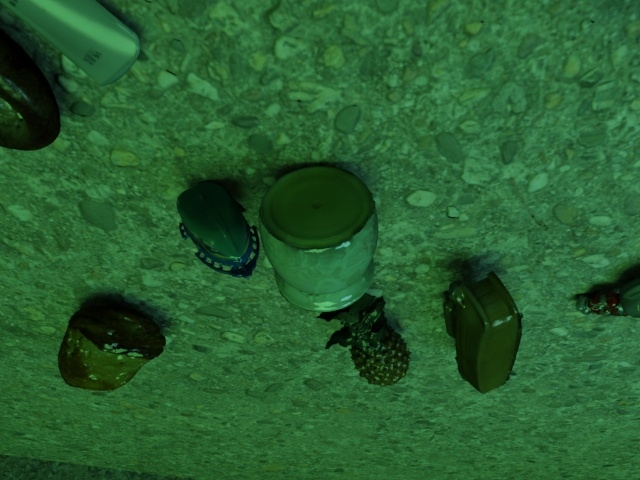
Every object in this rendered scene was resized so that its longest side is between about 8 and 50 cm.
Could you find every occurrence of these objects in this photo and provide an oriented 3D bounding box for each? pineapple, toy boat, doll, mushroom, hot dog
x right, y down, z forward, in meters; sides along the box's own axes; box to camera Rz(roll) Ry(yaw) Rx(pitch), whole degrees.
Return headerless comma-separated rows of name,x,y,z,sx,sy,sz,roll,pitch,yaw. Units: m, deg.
pineapple,0.080,0.155,0.753,0.130,0.119,0.277,-1,140,34
toy boat,0.268,0.163,0.742,0.089,0.121,0.321,-26,137,-4
doll,0.510,0.092,0.688,0.094,0.079,0.180,30,144,-27
toy boat,-0.119,0.005,0.549,0.091,0.175,0.110,-27,131,-16
mushroom,-0.373,-0.128,0.375,0.148,0.217,0.227,-13,135,27
hot dog,-0.416,0.209,0.847,0.175,0.114,0.259,26,136,-30

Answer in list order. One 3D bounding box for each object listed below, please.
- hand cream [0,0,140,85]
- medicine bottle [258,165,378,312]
hand cream,-0.283,-0.243,0.375,0.079,0.048,0.255,-21,136,36
medicine bottle,0.000,0.000,0.555,0.147,0.147,0.143,-1,142,4
